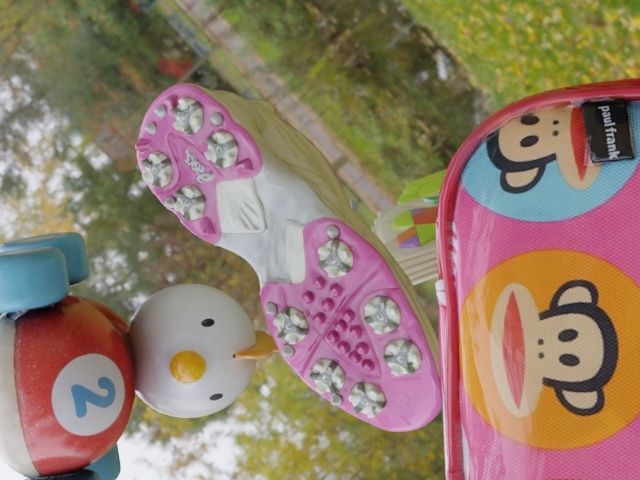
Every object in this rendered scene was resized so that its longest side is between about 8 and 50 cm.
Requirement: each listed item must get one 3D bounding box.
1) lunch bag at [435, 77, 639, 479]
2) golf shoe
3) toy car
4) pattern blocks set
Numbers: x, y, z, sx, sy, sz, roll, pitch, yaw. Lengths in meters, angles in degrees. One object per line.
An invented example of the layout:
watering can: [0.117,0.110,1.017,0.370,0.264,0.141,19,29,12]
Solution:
lunch bag: [0.175,0.087,0.359,0.120,0.258,0.293,10,-102,-78]
golf shoe: [0.000,0.000,0.775,0.306,0.115,0.140,52,-151,9]
toy car: [-0.136,0.098,0.843,0.210,0.238,0.219,-130,32,-82]
pattern blocks set: [0.139,-0.020,0.973,0.285,0.325,0.026,-135,23,-67]
